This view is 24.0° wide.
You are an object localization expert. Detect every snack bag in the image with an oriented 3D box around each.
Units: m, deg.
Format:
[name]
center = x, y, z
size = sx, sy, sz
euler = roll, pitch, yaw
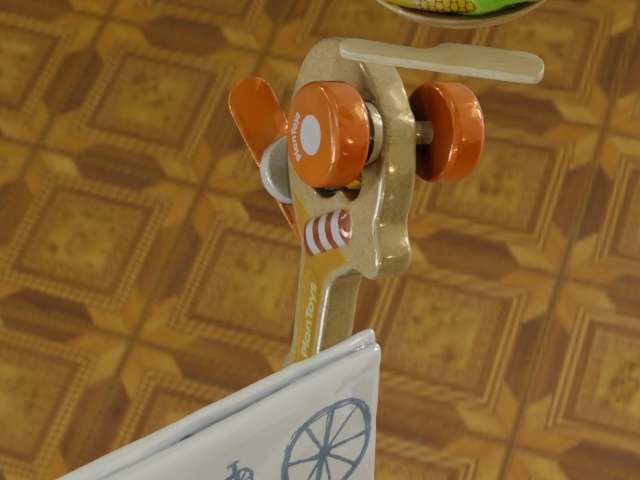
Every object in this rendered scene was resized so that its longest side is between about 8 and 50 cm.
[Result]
[snack bag]
center = -0.075, 0.264, 1.127
size = 0.323, 0.342, 0.037
euler = -25, 38, -35

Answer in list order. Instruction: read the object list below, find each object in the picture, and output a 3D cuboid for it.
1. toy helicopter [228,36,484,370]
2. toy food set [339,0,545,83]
[toy helicopter]
center = 0.000, 0.000, 1.289
size = 0.140, 0.355, 0.235
euler = -4, 22, -30
[toy food set]
center = 0.087, -0.169, 0.877
size = 0.132, 0.038, 0.192
euler = 8, 45, 13
